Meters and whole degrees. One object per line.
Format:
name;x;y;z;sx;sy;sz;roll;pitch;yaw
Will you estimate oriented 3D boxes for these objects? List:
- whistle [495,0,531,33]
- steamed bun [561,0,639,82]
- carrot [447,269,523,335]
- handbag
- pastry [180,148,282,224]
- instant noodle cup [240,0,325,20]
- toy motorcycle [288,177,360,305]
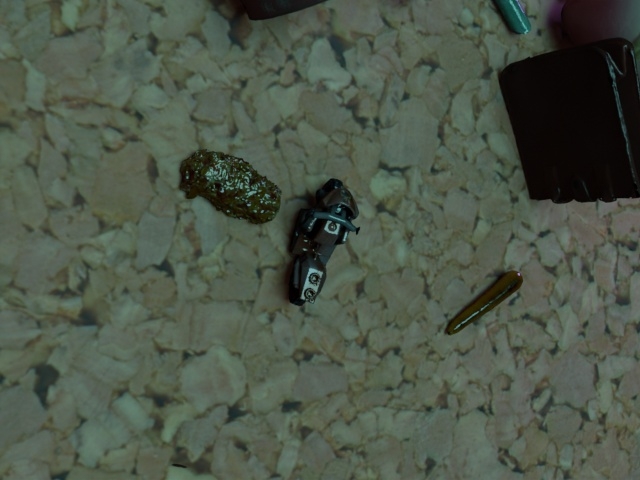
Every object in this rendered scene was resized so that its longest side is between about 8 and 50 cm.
whistle;0.325;-0.454;1.580;0.039;0.039;0.186;-42;111;-22
steamed bun;0.589;-0.414;1.605;0.309;0.309;0.309;-1;92;-30
carrot;0.296;0.113;1.581;0.190;0.037;0.037;-34;107;-23
handbag;0.454;-0.202;1.535;0.084;0.260;0.275;-21;103;-30
pastry;-0.128;-0.081;1.317;0.169;0.063;0.087;23;82;-29
instant noodle cup;-0.051;-0.437;1.271;0.235;0.235;0.178;-32;116;-25
toy motorcycle;0.000;0.000;1.360;0.084;0.118;0.212;20;82;-19
